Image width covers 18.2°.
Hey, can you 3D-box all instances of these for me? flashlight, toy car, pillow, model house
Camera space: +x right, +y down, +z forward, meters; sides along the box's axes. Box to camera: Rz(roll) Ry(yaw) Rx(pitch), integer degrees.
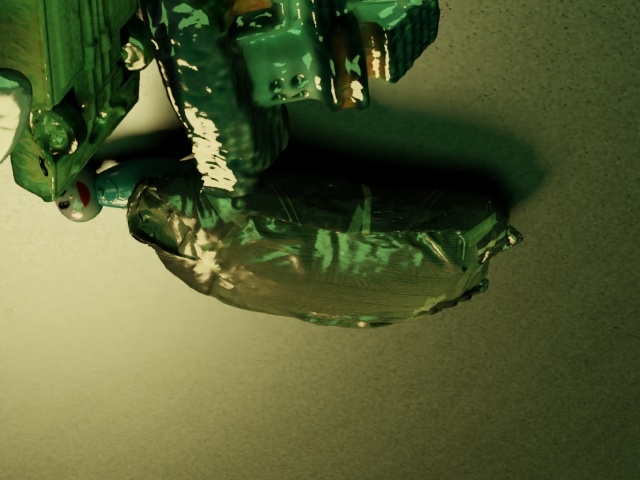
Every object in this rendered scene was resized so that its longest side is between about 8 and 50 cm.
[{"bbox_3d":[-0.165,-0.048,1.694,0.129,0.051,0.051,-11,139,7],"label":"flashlight"},{"bbox_3d":[-0.194,-0.177,1.463,0.097,0.141,0.321,23,143,17],"label":"toy car"},{"bbox_3d":[0.000,0.000,1.686,0.335,0.092,0.161,7,139,-15],"label":"pillow"},{"bbox_3d":[0.023,-0.178,1.421,0.291,0.184,0.253,-12,141,-1],"label":"model house"}]

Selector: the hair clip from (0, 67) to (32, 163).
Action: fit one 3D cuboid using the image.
[{"bbox_3d":[-0.401,-0.110,1.444,0.392,0.238,0.318,0,147,-33],"label":"hair clip"}]
